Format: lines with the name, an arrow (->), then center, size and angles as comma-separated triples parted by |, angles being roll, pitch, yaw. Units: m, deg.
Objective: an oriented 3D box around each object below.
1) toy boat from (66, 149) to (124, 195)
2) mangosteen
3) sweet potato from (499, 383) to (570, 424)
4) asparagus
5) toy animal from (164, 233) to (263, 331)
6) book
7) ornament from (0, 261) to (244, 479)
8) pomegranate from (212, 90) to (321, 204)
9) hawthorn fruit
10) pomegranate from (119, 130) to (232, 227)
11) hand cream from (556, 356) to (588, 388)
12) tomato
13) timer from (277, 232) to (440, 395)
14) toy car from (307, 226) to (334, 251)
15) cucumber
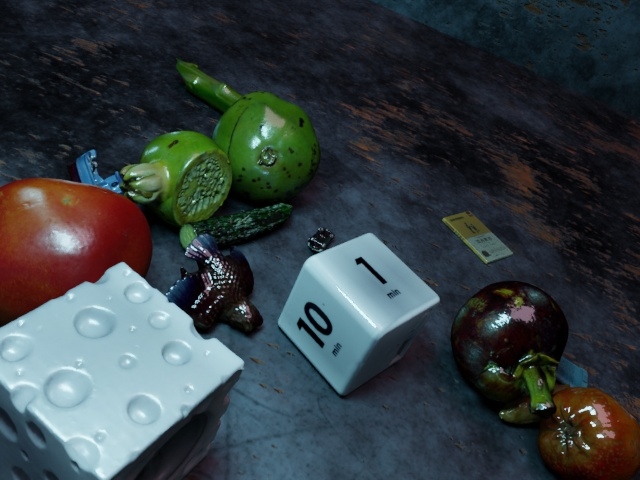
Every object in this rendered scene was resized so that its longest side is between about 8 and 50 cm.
toy boat -> -0.429, -0.101, 1.261 | 0.097, 0.100, 0.223 | -24, 58, -12
mangosteen -> 0.382, 0.215, 1.226 | 0.231, 0.231, 0.289 | 3, 35, -25
sweet potato -> 0.439, 0.326, 1.277 | 0.218, 0.051, 0.065 | -7, 46, -34
asparagus -> -0.257, -0.378, 1.701 | 0.343, 0.085, 0.082 | 30, 35, 9
toy animal -> -0.177, 0.085, 1.175 | 0.179, 0.116, 0.218 | 34, 33, 14
book -> 0.415, -0.010, 1.688 | 0.118, 0.012, 0.172 | -14, 52, -40
ornament -> -0.287, 0.225, 0.852 | 0.239, 0.240, 0.239 | 36, 39, 15
pomegranate -> -0.124, -0.215, 1.465 | 0.254, 0.254, 0.271 | 17, 23, -10
hawthorn fruit -> 0.508, 0.366, 1.177 | 0.200, 0.179, 0.179 | 18, 37, -28
pomegranate -> -0.308, -0.121, 1.301 | 0.159, 0.190, 0.241 | 28, 53, 23
hand cream -> 0.489, 0.253, 1.405 | 0.224, 0.048, 0.083 | 35, 39, 3
tomato -> -0.417, 0.018, 1.038 | 0.298, 0.226, 0.299 | 18, 38, -15
timer -> 0.068, 0.132, 1.188 | 0.194, 0.192, 0.195 | -22, 58, -43
toy car -> 0.000, 0.000, 1.442 | 0.041, 0.025, 0.093 | 30, 35, 10
cucumber -> -0.162, -0.033, 1.363 | 0.293, 0.068, 0.067 | -16, 53, -43
